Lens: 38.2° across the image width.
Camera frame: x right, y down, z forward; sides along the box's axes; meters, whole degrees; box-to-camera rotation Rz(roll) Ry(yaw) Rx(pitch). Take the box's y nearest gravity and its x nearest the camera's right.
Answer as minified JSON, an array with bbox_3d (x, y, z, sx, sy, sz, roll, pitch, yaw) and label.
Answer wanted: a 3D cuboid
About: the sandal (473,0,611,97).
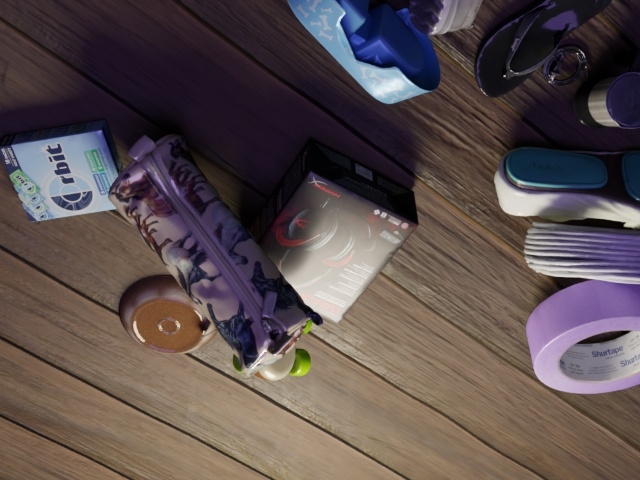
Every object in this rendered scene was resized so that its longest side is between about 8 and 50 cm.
[{"bbox_3d":[0.335,-0.318,1.423,0.097,0.054,0.254,34,119,-23],"label":"sandal"}]

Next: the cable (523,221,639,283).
[{"bbox_3d":[0.473,0.020,1.557,0.257,0.257,0.089,5,91,19],"label":"cable"}]

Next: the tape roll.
[{"bbox_3d":[0.529,0.182,1.730,0.275,0.090,0.275,-3,142,-2],"label":"tape roll"}]

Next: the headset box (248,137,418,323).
[{"bbox_3d":[0.000,0.000,1.624,0.218,0.110,0.293,26,123,-18],"label":"headset box"}]

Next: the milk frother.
[{"bbox_3d":[0.428,-0.239,1.431,0.143,0.135,0.129,3,96,-6],"label":"milk frother"}]

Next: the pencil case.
[{"bbox_3d":[-0.177,0.020,1.505,0.410,0.160,0.183,52,157,2],"label":"pencil case"}]

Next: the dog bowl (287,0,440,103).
[{"bbox_3d":[0.058,-0.321,1.363,0.074,0.166,0.297,-28,123,33],"label":"dog bowl"}]

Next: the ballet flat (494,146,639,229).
[{"bbox_3d":[0.491,-0.081,1.571,0.400,0.139,0.139,5,126,1],"label":"ballet flat"}]

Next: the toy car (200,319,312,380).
[{"bbox_3d":[-0.135,0.185,1.736,0.188,0.149,0.155,-6,169,44],"label":"toy car"}]

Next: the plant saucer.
[{"bbox_3d":[-0.292,0.156,1.787,0.198,0.036,0.198,0,127,-1],"label":"plant saucer"}]

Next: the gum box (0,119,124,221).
[{"bbox_3d":[-0.433,-0.117,1.581,0.184,0.041,0.157,-9,126,6],"label":"gum box"}]

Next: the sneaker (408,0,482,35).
[{"bbox_3d":[0.216,-0.434,1.333,0.115,0.105,0.281,-7,130,-38],"label":"sneaker"}]
